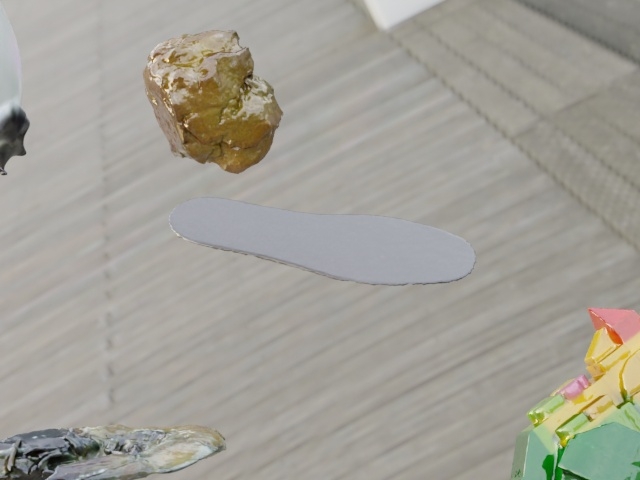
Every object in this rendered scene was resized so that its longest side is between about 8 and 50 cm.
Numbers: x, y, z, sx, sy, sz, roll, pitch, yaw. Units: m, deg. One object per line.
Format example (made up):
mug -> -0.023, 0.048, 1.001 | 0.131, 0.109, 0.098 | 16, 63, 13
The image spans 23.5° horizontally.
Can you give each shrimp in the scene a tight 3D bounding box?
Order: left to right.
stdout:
shrimp -> -0.276, 0.246, 1.681 | 0.365, 0.071, 0.233 | -6, 0, -27

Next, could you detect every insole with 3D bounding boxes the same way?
insole -> 0.000, 0.000, 1.608 | 0.328, 0.007, 0.111 | 9, 39, 8

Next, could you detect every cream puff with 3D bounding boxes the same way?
cream puff -> -0.083, -0.113, 1.207 | 0.094, 0.122, 0.116 | -21, -19, -12

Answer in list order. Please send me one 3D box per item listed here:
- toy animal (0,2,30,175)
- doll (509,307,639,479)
toy animal -> -0.326, -0.172, 1.047 | 0.251, 0.310, 0.251 | -17, 29, 10
doll -> 0.190, 0.131, 0.939 | 0.106, 0.134, 0.186 | 105, -171, -80
